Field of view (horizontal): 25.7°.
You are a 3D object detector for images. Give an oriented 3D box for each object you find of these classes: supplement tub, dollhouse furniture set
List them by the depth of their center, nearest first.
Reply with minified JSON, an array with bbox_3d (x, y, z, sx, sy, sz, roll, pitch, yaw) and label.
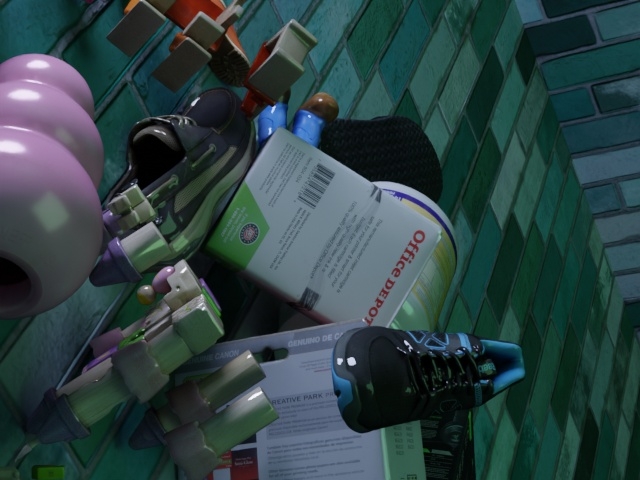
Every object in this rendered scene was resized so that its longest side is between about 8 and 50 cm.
[{"bbox_3d":[-0.320,0.283,1.533,0.152,0.058,0.076,2,85,-21],"label":"dollhouse furniture set"},{"bbox_3d":[-0.146,-0.289,1.898,0.259,0.135,0.262,38,44,-17],"label":"dollhouse furniture set"},{"bbox_3d":[0.072,0.087,2.200,0.241,0.241,0.331,65,29,-27],"label":"supplement tub"}]

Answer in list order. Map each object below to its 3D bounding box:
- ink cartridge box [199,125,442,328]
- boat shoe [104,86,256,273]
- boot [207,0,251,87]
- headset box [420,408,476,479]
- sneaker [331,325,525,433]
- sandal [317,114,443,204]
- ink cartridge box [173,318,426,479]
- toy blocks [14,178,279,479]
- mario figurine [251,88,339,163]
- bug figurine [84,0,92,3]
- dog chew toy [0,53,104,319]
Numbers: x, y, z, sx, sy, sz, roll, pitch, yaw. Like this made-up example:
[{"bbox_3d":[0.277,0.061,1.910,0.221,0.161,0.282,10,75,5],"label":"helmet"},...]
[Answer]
[{"bbox_3d":[0.000,0.000,1.949,0.273,0.115,0.198,32,81,-7],"label":"ink cartridge box"},{"bbox_3d":[-0.186,-0.110,1.888,0.130,0.132,0.355,61,30,-32],"label":"boat shoe"},{"bbox_3d":[-0.145,-0.307,2.132,0.158,0.059,0.084,57,29,-35],"label":"boot"},{"bbox_3d":[0.173,0.434,2.316,0.283,0.131,0.246,-69,158,-47],"label":"headset box"},{"bbox_3d":[0.131,0.154,1.709,0.341,0.140,0.125,-4,82,-59],"label":"sneaker"},{"bbox_3d":[0.078,-0.140,2.468,0.446,0.107,0.167,6,77,-56],"label":"sandal"},{"bbox_3d":[-0.030,0.261,1.849,0.130,0.309,0.271,16,66,-61],"label":"ink cartridge box"},{"bbox_3d":[-0.240,0.133,1.625,0.309,0.260,0.288,57,-1,-8],"label":"toy blocks"},{"bbox_3d":[-0.035,-0.114,2.129,0.170,0.198,0.320,70,19,-51],"label":"mario figurine"},{"bbox_3d":[-0.293,-0.426,1.864,0.279,0.072,0.216,-36,119,-66],"label":"bug figurine"},{"bbox_3d":[-0.327,-0.076,1.532,0.206,0.207,0.332,55,27,-39],"label":"dog chew toy"}]
